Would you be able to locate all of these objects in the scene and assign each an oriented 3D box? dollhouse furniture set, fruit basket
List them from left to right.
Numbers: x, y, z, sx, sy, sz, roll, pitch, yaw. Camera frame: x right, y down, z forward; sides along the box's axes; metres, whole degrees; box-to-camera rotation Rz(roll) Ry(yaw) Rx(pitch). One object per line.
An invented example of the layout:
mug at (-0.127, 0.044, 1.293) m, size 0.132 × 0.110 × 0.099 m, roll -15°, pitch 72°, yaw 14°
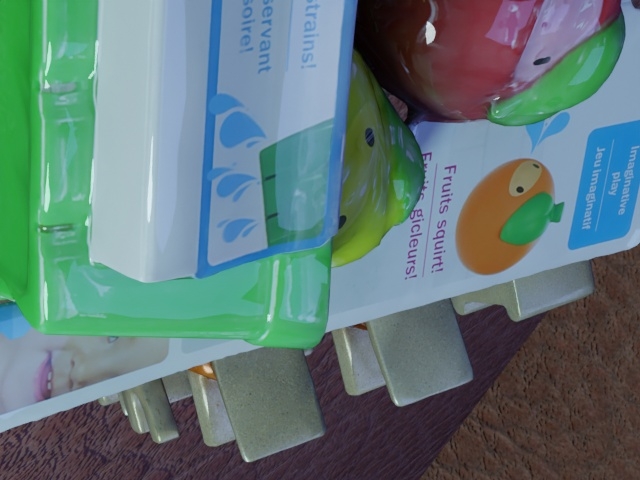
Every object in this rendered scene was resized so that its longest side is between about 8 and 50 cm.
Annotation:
dollhouse furniture set at (0.000, 0.000, 0.952) m, size 0.259 × 0.135 × 0.262 m, roll -18°, pitch -173°, yaw -20°
fruit basket at (0.026, -0.099, 0.702) m, size 0.353 × 0.165 × 0.327 m, roll -10°, pitch 120°, yaw -28°

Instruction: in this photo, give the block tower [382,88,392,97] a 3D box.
block tower at (-0.024, -0.099, 0.917) m, size 0.335 × 0.091 × 0.097 m, roll -33°, pitch 159°, yaw -38°
